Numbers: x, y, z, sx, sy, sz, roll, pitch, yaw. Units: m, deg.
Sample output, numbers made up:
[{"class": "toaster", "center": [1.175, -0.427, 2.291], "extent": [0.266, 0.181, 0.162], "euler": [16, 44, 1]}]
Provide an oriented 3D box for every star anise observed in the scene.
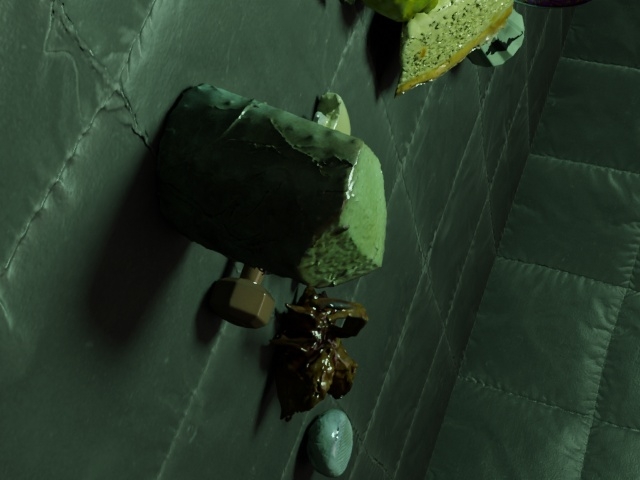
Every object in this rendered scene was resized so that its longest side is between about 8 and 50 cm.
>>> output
[{"class": "star anise", "center": [-0.006, 0.177, 1.530], "extent": [0.346, 0.148, 0.237], "euler": [96, 14, -57]}]

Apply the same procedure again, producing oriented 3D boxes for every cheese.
[{"class": "cheese", "center": [0.024, -0.165, 1.522], "extent": [0.235, 0.049, 0.127], "euler": [33, 71, -67]}]

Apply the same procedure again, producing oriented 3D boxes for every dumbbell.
[{"class": "dumbbell", "center": [-0.084, 0.013, 1.306], "extent": [0.082, 0.092, 0.231], "euler": [32, 70, -38]}]

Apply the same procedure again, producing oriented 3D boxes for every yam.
[{"class": "yam", "center": [-0.052, -0.057, 1.087], "extent": [0.202, 0.271, 0.202], "euler": [32, 75, -63]}]

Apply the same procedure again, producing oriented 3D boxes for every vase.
[{"class": "vase", "center": [0.350, -0.504, 2.027], "extent": [0.360, 0.165, 0.165], "euler": [10, 93, -65]}]

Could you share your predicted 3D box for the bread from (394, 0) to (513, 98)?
[{"class": "bread", "center": [0.209, -0.489, 1.715], "extent": [0.315, 0.279, 0.248], "euler": [-29, 163, -13]}]

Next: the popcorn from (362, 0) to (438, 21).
[{"class": "popcorn", "center": [0.180, -0.510, 1.498], "extent": [0.286, 0.173, 0.225], "euler": [-56, 180, 22]}]

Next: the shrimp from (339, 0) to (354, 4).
[{"class": "shrimp", "center": [-0.014, -0.407, 1.267], "extent": [0.169, 0.058, 0.296], "euler": [-60, 151, -21]}]

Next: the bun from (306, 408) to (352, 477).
[{"class": "bun", "center": [0.013, 0.413, 1.836], "extent": [0.141, 0.083, 0.141], "euler": [4, 90, -72]}]

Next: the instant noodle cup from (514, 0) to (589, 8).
[{"class": "instant noodle cup", "center": [0.517, -0.725, 2.021], "extent": [0.340, 0.339, 0.266], "euler": [50, 57, -66]}]
